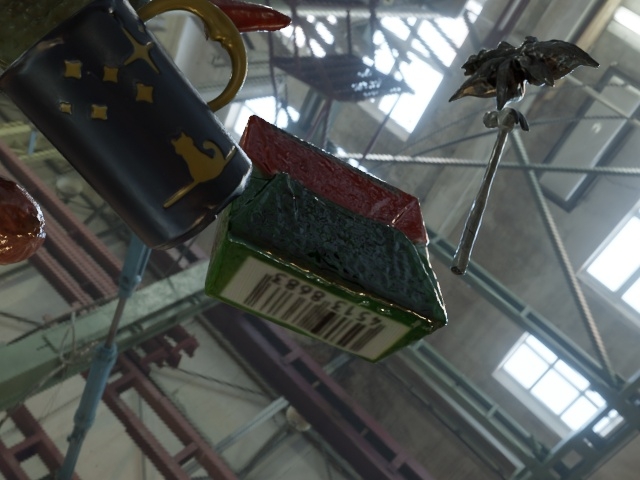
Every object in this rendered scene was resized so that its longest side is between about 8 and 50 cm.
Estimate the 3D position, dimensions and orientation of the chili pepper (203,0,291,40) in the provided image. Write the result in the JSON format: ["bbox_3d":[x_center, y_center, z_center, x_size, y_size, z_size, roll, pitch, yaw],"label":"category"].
[{"bbox_3d":[-0.135,-0.417,1.298,0.168,0.065,0.088,-4,-115,-17],"label":"chili pepper"}]

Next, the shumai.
[{"bbox_3d":[-0.486,-0.398,1.303,0.324,0.323,0.397,-38,-109,-19],"label":"shumai"}]

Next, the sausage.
[{"bbox_3d":[-0.545,-0.046,1.082,0.254,0.148,0.148,19,-147,14],"label":"sausage"}]

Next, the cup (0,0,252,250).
[{"bbox_3d":[-0.180,-0.154,0.791,0.256,0.255,0.178,51,-179,-20],"label":"cup"}]

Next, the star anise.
[{"bbox_3d":[0.277,-0.244,0.981,0.180,0.061,0.204,-36,-148,-12],"label":"star anise"}]

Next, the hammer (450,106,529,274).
[{"bbox_3d":[0.394,-0.120,1.672,0.044,0.427,0.152,18,-179,-21],"label":"hammer"}]

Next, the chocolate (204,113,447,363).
[{"bbox_3d":[0.000,0.000,1.116,0.360,0.161,0.341,25,-147,-17],"label":"chocolate"}]
